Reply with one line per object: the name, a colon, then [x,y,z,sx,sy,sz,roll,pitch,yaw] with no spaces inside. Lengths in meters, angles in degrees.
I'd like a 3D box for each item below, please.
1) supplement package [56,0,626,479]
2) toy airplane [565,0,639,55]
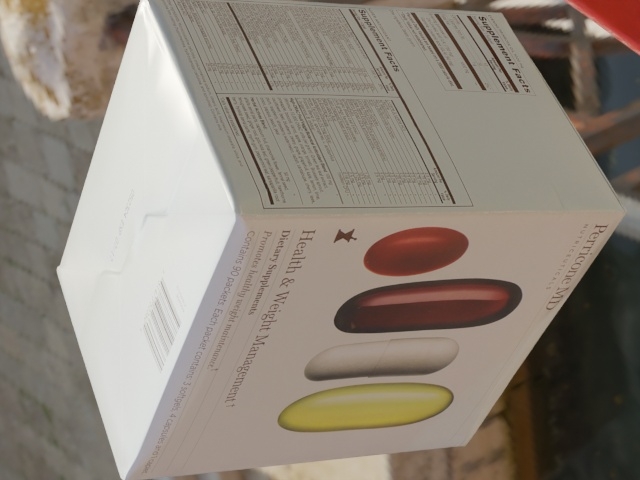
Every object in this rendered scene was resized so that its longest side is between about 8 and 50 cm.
supplement package: [0.000,0.000,0.730,0.149,0.203,0.194,65,145,36]
toy airplane: [0.231,-0.227,0.972,0.272,0.384,0.386,-57,33,19]
